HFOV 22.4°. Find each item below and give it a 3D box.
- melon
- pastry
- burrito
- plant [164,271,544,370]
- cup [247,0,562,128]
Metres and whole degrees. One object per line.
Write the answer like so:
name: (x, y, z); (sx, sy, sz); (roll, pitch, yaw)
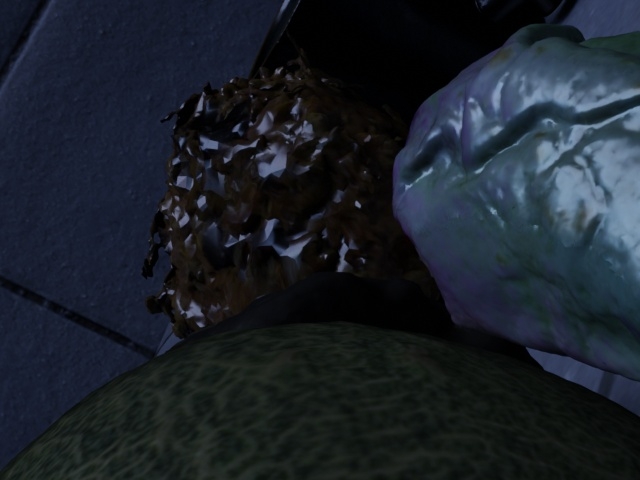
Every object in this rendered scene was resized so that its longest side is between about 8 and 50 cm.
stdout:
melon: (0.005, 0.144, 0.423); (0.248, 0.248, 0.329); (-64, 9, -5)
pastry: (0.000, 0.000, 1.126); (0.193, 0.275, 0.275); (-19, -24, -39)
burrito: (0.112, -0.018, 0.548); (0.229, 0.089, 0.144); (12, 72, 52)
plant: (-0.015, 0.141, 0.734); (0.276, 0.199, 0.188); (-47, 20, 57)
cup: (0.068, -0.157, 1.190); (0.166, 0.177, 0.239); (-65, 9, -19)
